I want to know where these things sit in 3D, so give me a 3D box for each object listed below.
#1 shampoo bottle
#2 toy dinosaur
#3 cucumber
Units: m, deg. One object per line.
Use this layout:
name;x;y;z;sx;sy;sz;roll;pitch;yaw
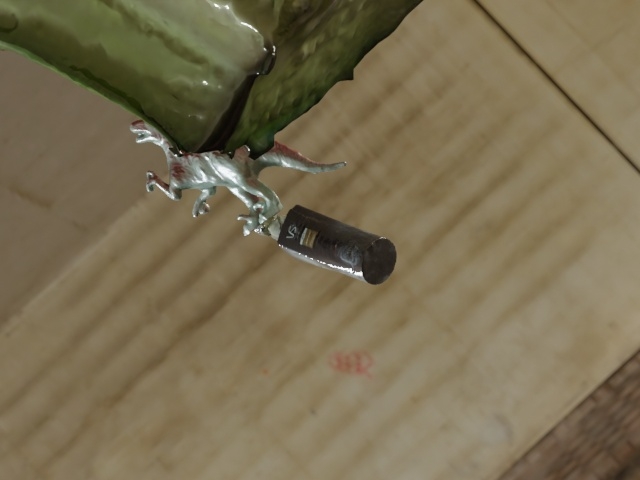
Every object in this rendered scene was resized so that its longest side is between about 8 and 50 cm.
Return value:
shampoo bottle;-0.001;0.001;1.569;0.063;0.207;0.057;37;-102;-44
toy dinosaur;-0.091;-0.088;1.475;0.242;0.167;0.053;-17;8;32
cucumber;-0.108;-0.156;0.513;0.145;0.325;0.105;-61;-19;10
